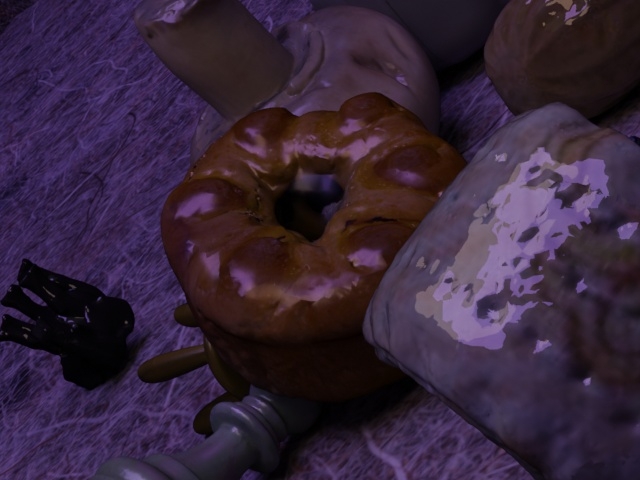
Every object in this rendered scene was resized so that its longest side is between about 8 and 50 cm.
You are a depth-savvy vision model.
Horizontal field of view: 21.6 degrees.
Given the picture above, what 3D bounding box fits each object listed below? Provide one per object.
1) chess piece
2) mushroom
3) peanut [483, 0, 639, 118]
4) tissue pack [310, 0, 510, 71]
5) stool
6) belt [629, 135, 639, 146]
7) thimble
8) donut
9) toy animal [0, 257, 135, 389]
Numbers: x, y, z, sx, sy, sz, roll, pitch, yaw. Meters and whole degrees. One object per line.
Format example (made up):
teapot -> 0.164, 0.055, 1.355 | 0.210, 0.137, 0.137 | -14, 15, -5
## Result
chess piece -> -0.079, 0.189, 1.499 | 0.271, 0.139, 0.139 | -41, 18, -32
mushroom -> -0.046, -0.158, 1.781 | 0.314, 0.336, 0.314 | -29, 33, 21
peanut -> 0.294, -0.233, 1.584 | 0.313, 0.152, 0.152 | -37, 22, 7
tissue pack -> 0.149, -0.362, 1.966 | 0.236, 0.229, 0.333 | -23, 28, 44
stool -> -0.099, 0.116, 1.654 | 0.135, 0.134, 0.110 | -1, -17, -42
belt -> 0.213, -0.004, 1.315 | 0.218, 0.128, 0.122 | -23, 28, 38
thimble -> 0.185, 0.073, 1.019 | 0.195, 0.291, 0.291 | -51, 21, 0
donut -> 0.000, 0.000, 1.525 | 0.299, 0.150, 0.317 | 4, 42, 20
toy animal -> -0.301, 0.091, 2.002 | 0.115, 0.146, 0.245 | -57, 14, 16
